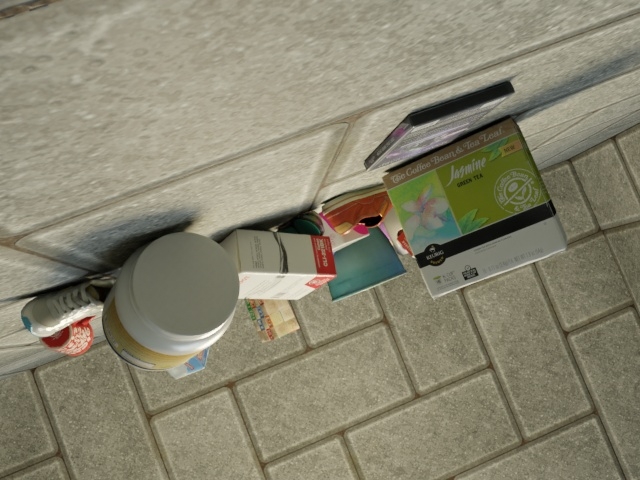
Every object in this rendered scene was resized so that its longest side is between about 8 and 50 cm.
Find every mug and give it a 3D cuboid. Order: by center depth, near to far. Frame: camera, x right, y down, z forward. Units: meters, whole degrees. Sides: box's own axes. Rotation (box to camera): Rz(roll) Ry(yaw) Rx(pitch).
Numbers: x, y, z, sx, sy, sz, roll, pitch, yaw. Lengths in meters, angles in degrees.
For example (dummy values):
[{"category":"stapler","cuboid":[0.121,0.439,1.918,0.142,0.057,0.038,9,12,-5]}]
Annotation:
[{"category":"mug","cuboid":[-0.718,0.250,1.833,0.113,0.150,0.169,15,169,-1]}]

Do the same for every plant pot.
[{"category":"plant pot","cuboid":[0.118,0.043,2.194,0.272,0.255,0.271,-22,175,-2]}]

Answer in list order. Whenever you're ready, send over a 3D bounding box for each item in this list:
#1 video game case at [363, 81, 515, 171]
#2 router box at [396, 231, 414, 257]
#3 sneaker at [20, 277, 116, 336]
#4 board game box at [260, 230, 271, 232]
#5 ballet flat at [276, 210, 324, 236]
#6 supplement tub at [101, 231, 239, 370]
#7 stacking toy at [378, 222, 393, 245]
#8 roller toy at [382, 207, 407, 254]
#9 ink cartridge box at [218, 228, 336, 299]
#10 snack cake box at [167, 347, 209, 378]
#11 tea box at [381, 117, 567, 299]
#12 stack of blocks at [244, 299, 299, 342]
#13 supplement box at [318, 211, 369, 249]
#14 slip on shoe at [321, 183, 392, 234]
[{"category":"video game case","cuboid":[0.204,-0.200,1.180,0.196,0.026,0.274,-21,176,-14]},{"category":"router box","cuboid":[0.427,-0.046,2.062,0.301,0.082,0.335,-44,153,10]},{"category":"sneaker","cuboid":[-0.518,0.129,1.346,0.092,0.087,0.229,-32,179,26]},{"category":"board game box","cuboid":[-0.265,0.055,1.795,0.305,0.053,0.193,-22,175,6]},{"category":"ballet flat","cuboid":[-0.043,-0.038,1.719,0.079,0.077,0.221,-41,-169,-31]},{"category":"supplement tub","cuboid":[-0.297,0.124,1.273,0.228,0.228,0.316,-19,171,-30]},{"category":"stacking toy","cuboid":[0.356,-0.101,2.468,0.141,0.141,0.330,-17,170,-46]},{"category":"roller toy","cuboid":[0.295,-0.058,2.196,0.146,0.209,0.191,-24,170,8]},{"category":"ink cartridge box","cuboid":[-0.130,0.066,1.616,0.273,0.114,0.197,3,156,-34]},{"category":"snack cake box","cuboid":[-0.336,0.182,1.568,0.089,0.152,0.264,-24,-148,18]},{"category":"tea box","cuboid":[0.376,-0.075,1.560,0.329,0.323,0.220,-24,176,22]},{"category":"stack of blocks","cuboid":[-0.200,0.201,2.289,0.087,0.297,0.171,-22,177,-28]},{"category":"supplement box","cuboid":[0.020,-0.020,1.893,0.114,0.111,0.220,-18,175,-40]},{"category":"slip on shoe","cuboid":[0.135,-0.086,1.739,0.123,0.101,0.331,-28,174,42]}]
